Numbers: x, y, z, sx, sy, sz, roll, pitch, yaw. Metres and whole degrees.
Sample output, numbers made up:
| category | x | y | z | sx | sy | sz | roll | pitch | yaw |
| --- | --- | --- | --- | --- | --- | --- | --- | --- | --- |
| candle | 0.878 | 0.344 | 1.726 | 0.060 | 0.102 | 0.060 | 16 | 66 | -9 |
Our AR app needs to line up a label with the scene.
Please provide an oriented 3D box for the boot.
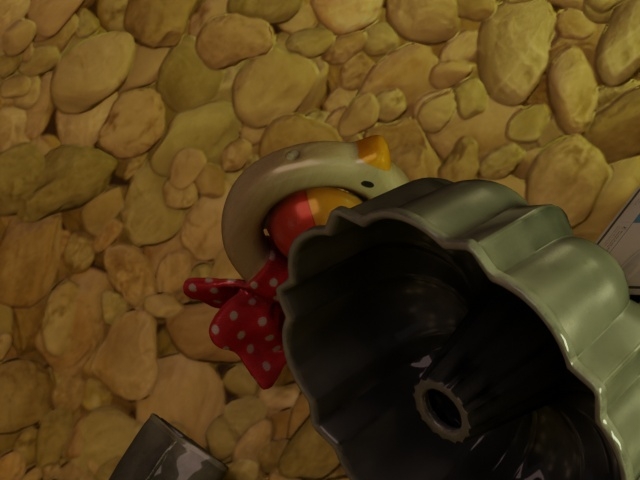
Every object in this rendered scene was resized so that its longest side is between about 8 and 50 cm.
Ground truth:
| category | x | y | z | sx | sy | sz | roll | pitch | yaw |
| --- | --- | --- | --- | --- | --- | --- | --- | --- | --- |
| boot | -0.146 | 0.267 | 1.584 | 0.208 | 0.076 | 0.189 | -46 | 53 | -9 |

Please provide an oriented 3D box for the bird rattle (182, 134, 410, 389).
| category | x | y | z | sx | sy | sz | roll | pitch | yaw |
| --- | --- | --- | --- | --- | --- | --- | --- | --- | --- |
| bird rattle | 0.000 | 0.000 | 1.572 | 0.253 | 0.207 | 0.143 | -8 | 41 | 16 |

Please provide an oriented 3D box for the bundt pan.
| category | x | y | z | sx | sy | sz | roll | pitch | yaw |
| --- | --- | --- | --- | --- | --- | --- | --- | --- | --- |
| bundt pan | 0.126 | 0.094 | 1.388 | 0.331 | 0.331 | 0.124 | 23 | 45 | 37 |

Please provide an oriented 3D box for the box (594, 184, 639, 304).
| category | x | y | z | sx | sy | sz | roll | pitch | yaw |
| --- | --- | --- | --- | --- | --- | --- | --- | --- | --- |
| box | 0.336 | 0.018 | 1.347 | 0.290 | 0.087 | 0.169 | 2 | 41 | 48 |
